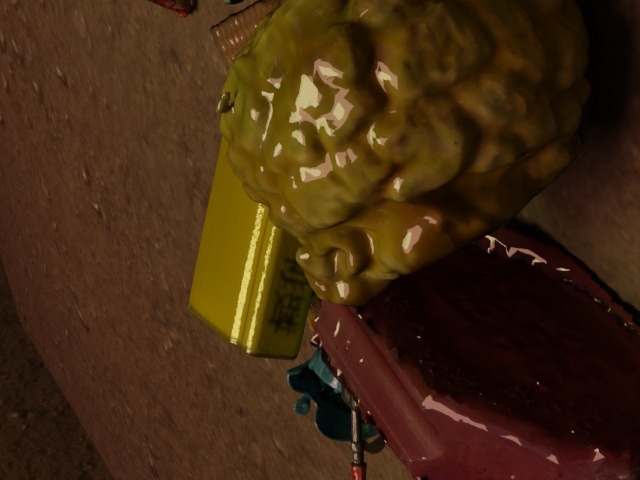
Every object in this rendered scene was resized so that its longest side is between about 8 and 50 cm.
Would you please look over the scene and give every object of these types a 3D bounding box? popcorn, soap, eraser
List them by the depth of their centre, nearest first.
[{"bbox_3d":[0.051,-0.074,0.767,0.206,0.237,0.251,-103,12,-64],"label":"popcorn"},{"bbox_3d":[0.130,0.099,0.828,0.289,0.182,0.112,-129,28,-46],"label":"soap"},{"bbox_3d":[-0.056,-0.007,1.158,0.158,0.069,0.226,27,108,57],"label":"eraser"}]

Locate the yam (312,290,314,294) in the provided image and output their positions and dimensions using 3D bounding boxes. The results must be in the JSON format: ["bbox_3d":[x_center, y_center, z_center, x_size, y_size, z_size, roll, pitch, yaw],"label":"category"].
[{"bbox_3d":[0.000,0.000,1.170,0.032,0.032,0.145,52,135,33],"label":"yam"}]

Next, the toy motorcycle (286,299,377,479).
[{"bbox_3d":[0.045,0.113,1.097,0.272,0.123,0.182,-151,60,-74],"label":"toy motorcycle"}]

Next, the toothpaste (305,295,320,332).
[{"bbox_3d":[-0.001,0.024,1.240,0.043,0.037,0.178,43,148,48],"label":"toothpaste"}]

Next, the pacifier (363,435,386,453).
[{"bbox_3d":[0.050,0.172,1.250,0.078,0.081,0.099,-36,85,34],"label":"pacifier"}]

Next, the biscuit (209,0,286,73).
[{"bbox_3d":[0.002,-0.183,1.008,0.378,0.054,0.094,-5,108,67],"label":"biscuit"}]

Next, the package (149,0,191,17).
[{"bbox_3d":[-0.224,-0.357,1.221,0.223,0.108,0.288,40,167,7],"label":"package"}]

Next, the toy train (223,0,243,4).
[{"bbox_3d":[-0.083,-0.302,1.075,0.104,0.071,0.178,16,125,49],"label":"toy train"}]
